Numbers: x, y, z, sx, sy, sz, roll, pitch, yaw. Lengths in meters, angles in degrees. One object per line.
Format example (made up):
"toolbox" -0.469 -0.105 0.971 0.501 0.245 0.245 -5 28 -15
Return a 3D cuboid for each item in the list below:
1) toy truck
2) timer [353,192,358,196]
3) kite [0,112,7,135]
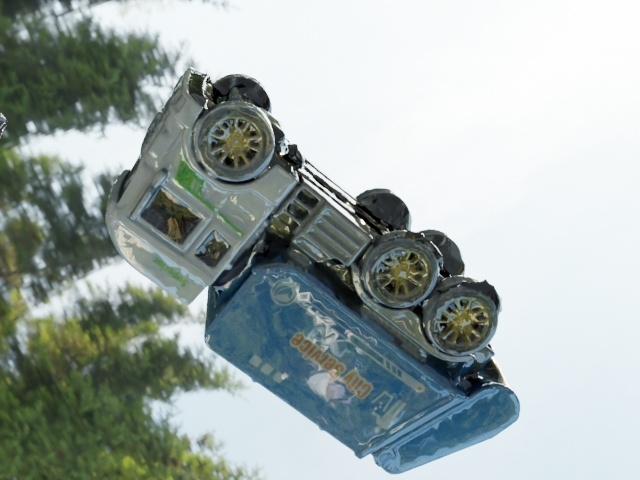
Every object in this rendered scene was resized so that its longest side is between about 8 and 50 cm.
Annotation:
"toy truck" 0.003 0.028 0.794 0.175 0.367 0.146 -48 -165 10
"timer" 0.000 0.000 1.014 0.136 0.099 0.136 -25 180 0
"kite" -0.384 -0.120 1.033 0.009 0.232 0.189 -22 175 24
